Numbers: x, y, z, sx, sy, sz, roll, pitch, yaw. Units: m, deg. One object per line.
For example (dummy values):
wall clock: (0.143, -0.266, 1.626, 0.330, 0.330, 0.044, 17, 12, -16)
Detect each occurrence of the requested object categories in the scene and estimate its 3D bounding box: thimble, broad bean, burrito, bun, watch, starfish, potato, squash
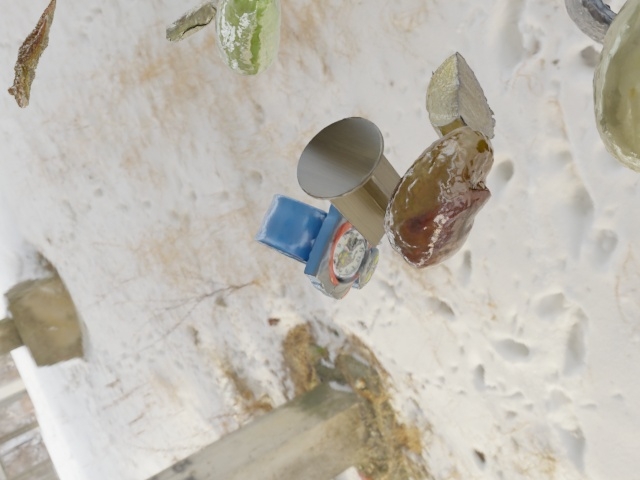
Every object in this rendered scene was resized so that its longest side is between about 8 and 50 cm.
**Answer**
thimble: (0.590, -0.484, 1.289, 0.236, 0.205, 0.172, 67, -161, -4)
broad bean: (0.183, -0.059, 0.991, 0.229, 0.156, 0.122, -59, 44, 26)
burrito: (-0.275, -0.475, 1.439, 0.188, 0.058, 0.045, -12, 132, 37)
bun: (0.565, -0.263, 0.979, 0.326, 0.362, 0.234, 41, -163, -26)
watch: (0.000, 0.000, 1.656, 0.274, 0.242, 0.305, 21, 173, 33)
starfish: (-0.508, -0.315, 1.160, 0.227, 0.043, 0.241, -51, 39, 37)
potato: (0.302, -0.276, 1.434, 0.138, 0.243, 0.098, 34, 135, -28)
squash: (-0.123, -0.369, 1.118, 0.370, 0.118, 0.118, 155, 91, -83)

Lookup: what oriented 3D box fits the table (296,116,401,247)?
table: (0.086, -0.090, 1.209, 0.167, 0.167, 0.226, 40, 178, 43)
